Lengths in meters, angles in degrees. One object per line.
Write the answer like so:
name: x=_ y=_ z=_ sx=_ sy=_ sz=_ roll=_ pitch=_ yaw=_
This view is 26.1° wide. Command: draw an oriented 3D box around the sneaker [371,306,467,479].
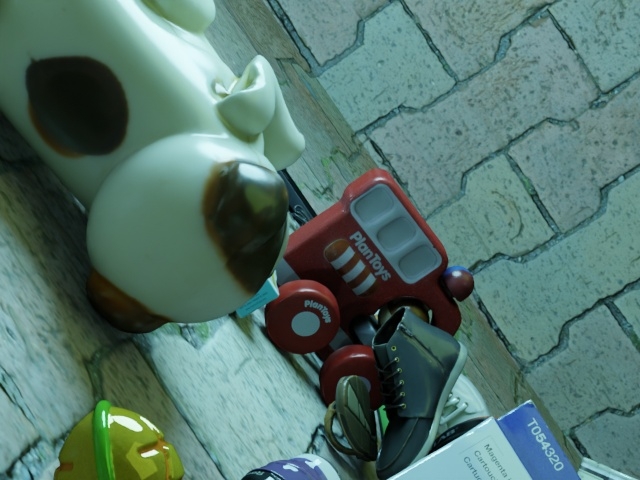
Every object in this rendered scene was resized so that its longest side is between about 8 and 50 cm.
sneaker: x=0.098 y=0.203 z=1.810 sx=0.118 sy=0.222 sz=0.083 roll=36 pitch=-26 yaw=-21

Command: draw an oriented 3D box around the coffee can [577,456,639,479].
coffee can: x=0.419 y=0.478 z=1.986 sx=0.201 sy=0.275 sz=0.201 roll=24 pitch=-4 yaw=2

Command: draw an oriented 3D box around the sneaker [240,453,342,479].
sneaker: x=0.005 y=0.345 z=1.338 sx=0.283 sy=0.107 sz=0.124 roll=55 pitch=25 yaw=19

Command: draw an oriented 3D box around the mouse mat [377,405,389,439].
mouse mat: x=0.130 y=0.311 z=2.111 sx=0.153 sy=0.007 sz=0.190 roll=51 pitch=11 yaw=-21

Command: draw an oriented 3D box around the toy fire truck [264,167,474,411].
toy fire truck: x=0.071 y=0.078 z=1.896 sx=0.302 sy=0.254 sz=0.169 roll=51 pitch=13 yaw=-23

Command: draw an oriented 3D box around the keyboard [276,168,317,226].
keyboard: x=0.000 y=0.000 z=2.392 sx=0.317 sy=0.033 sz=0.201 roll=55 pitch=5 yaw=1

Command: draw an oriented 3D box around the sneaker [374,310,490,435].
sneaker: x=0.165 y=0.239 z=2.261 sx=0.290 sy=0.106 sz=0.123 roll=49 pitch=21 yaw=2

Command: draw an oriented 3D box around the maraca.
maraca: x=-0.147 y=0.208 z=1.056 sx=0.127 sy=0.099 sz=0.186 roll=-99 pitch=178 yaw=-60

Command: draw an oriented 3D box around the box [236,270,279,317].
box: x=-0.141 y=-0.027 z=1.742 sx=0.244 sy=0.060 sz=0.100 roll=57 pitch=5 yaw=-17

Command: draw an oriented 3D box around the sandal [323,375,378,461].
sandal: x=0.036 y=0.237 z=1.793 sx=0.219 sy=0.060 sz=0.090 roll=64 pitch=24 yaw=-69

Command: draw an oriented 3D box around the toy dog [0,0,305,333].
toy dog: x=-0.168 y=-0.111 z=1.406 sx=0.408 sy=0.284 sz=0.395 roll=62 pitch=13 yaw=19

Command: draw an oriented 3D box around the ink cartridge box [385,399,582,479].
ink cartridge box: x=0.221 y=0.380 z=1.588 sx=0.324 sy=0.330 sz=0.071 roll=57 pitch=-27 yaw=12

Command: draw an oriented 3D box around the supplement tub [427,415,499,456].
supplement tub: x=0.226 y=0.364 z=1.849 sx=0.207 sy=0.207 sz=0.338 roll=55 pitch=11 yaw=-5
